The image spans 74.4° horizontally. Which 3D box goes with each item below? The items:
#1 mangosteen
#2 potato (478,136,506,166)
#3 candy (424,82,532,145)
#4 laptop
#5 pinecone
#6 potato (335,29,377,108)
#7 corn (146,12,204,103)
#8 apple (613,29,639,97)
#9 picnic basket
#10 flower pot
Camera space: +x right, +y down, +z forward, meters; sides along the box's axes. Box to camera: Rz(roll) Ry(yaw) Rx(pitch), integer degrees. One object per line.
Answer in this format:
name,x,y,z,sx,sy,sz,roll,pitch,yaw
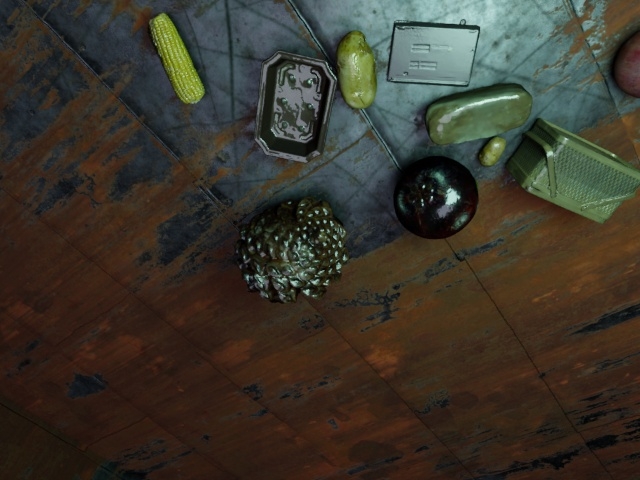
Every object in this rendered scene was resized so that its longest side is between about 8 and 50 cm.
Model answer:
mangosteen,0.295,-0.106,1.080,0.216,0.216,0.216,2,123,4
potato,0.436,-0.225,1.072,0.051,0.040,0.083,14,125,-19
candy,0.365,-0.298,0.994,0.233,0.104,0.102,-7,121,10
laptop,0.259,-0.429,0.973,0.197,0.016,0.135,4,121,3
pinecone,-0.084,0.037,1.157,0.295,0.299,0.242,-4,150,29
potato,0.086,-0.388,0.966,0.080,0.107,0.171,26,134,40
corn,-0.343,-0.426,1.003,0.071,0.072,0.203,-13,119,13
apple,0.713,-0.383,0.899,0.153,0.120,0.154,4,129,5
picnic basket,0.607,-0.168,1.018,0.266,0.165,0.139,21,121,-9
flower pot,-0.060,-0.327,1.029,0.178,0.084,0.251,12,122,-1
